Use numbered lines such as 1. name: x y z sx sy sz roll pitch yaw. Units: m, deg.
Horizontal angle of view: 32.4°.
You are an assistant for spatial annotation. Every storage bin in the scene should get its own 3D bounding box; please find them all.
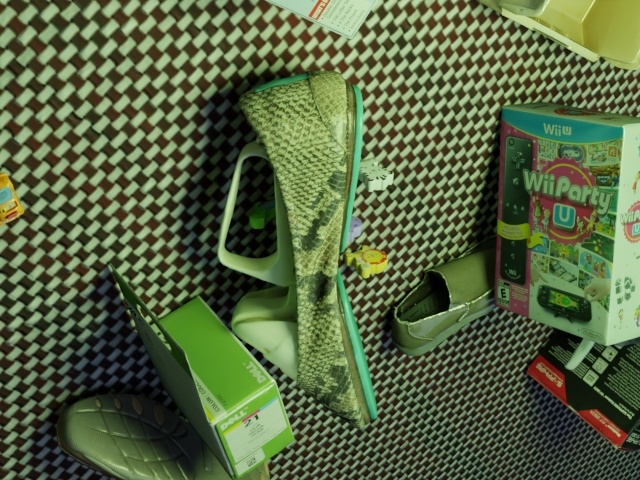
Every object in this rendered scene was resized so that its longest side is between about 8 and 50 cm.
1. storage bin: 0.366 -0.374 1.423 0.262 0.123 0.260 11 113 -47

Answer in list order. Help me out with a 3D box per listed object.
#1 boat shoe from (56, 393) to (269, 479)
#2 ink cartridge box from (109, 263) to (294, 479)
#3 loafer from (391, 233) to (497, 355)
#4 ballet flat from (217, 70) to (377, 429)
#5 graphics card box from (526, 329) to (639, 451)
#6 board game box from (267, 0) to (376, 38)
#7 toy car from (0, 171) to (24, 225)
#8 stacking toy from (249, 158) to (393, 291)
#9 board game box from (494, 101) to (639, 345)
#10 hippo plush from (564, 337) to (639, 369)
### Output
1. boat shoe: -0.215 0.294 1.449 0.324 0.123 0.116 28 132 -37
2. ink cartridge box: -0.140 0.140 1.333 0.097 0.189 0.255 -32 138 -18
3. loafer: 0.209 0.076 1.674 0.251 0.094 0.087 -41 145 -9
4. ballet flat: -0.032 0.027 1.335 0.182 0.164 0.483 -7 119 -4
5. graphics card box: 0.572 0.163 1.970 0.094 0.233 0.371 22 105 -51
6. board game box: -0.021 -0.377 0.992 0.318 0.066 0.319 19 122 -31
7. toy car: -0.356 -0.027 1.115 0.122 0.040 0.060 -19 133 -32
8. stacking toy: 0.000 0.000 1.455 0.221 0.052 0.167 -22 134 -27
9. board game box: 0.357 -0.031 1.554 0.097 0.224 0.303 -10 108 -35
10. hippo plush: 0.504 0.039 1.820 0.234 0.237 0.294 -35 -178 -27
